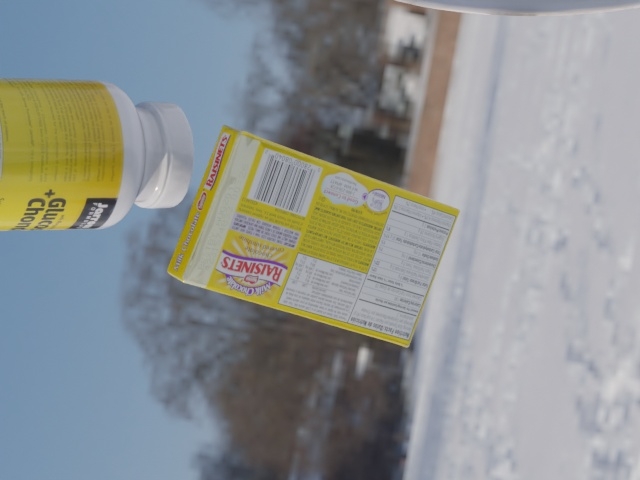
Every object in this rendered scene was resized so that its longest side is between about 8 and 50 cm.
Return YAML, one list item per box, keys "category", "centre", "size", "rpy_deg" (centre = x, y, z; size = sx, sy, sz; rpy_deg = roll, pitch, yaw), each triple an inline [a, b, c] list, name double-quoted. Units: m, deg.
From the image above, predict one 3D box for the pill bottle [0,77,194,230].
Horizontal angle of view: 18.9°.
- category: "pill bottle"
  centre: [-0.183, -0.058, 1.293]
  size: [0.103, 0.184, 0.103]
  rpy_deg: [4, 94, 59]

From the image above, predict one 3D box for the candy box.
- category: "candy box"
  centre: [0.000, 0.000, 1.291]
  size: [0.027, 0.206, 0.105]
  rpy_deg: [29, 98, 50]

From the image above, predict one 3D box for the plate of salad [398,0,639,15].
- category: "plate of salad"
  centre: [0.088, -0.113, 0.590]
  size: [0.200, 0.200, 0.048]
  rpy_deg: [-78, -21, -51]
